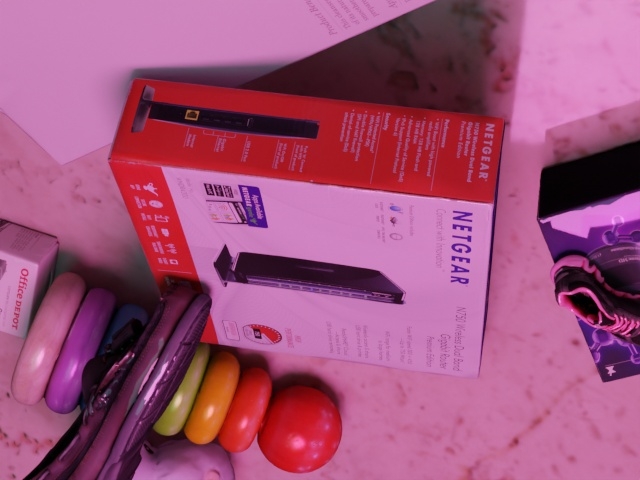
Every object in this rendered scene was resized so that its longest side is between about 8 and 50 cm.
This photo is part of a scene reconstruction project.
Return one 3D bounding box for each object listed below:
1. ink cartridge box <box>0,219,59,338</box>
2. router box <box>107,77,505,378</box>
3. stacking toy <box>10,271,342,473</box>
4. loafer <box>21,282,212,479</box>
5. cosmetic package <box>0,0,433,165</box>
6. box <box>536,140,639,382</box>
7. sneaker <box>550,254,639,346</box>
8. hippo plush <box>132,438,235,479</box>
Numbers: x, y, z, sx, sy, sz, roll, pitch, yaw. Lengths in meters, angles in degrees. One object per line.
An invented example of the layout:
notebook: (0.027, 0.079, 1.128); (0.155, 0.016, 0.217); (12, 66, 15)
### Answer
ink cartridge box: (-0.346, 0.030, 1.357); (0.135, 0.056, 0.099); (17, 120, 3)
router box: (0.000, 0.000, 1.156); (0.301, 0.082, 0.335); (7, 152, 9)
stacking toy: (-0.136, 0.154, 1.343); (0.330, 0.141, 0.141); (22, 121, -5)
loafer: (-0.198, 0.156, 1.222); (0.095, 0.109, 0.302); (30, 116, 5)
cosmetic package: (-0.119, -0.235, 1.066); (0.385, 0.156, 0.217); (-18, 137, 21)
box: (0.345, -0.001, 1.164); (0.261, 0.103, 0.184); (-17, 116, 21)
sneaker: (0.246, 0.063, 1.131); (0.119, 0.057, 0.047); (31, 120, -5)
hippo plush: (-0.202, 0.317, 1.433); (0.294, 0.234, 0.237); (2, 89, -5)
